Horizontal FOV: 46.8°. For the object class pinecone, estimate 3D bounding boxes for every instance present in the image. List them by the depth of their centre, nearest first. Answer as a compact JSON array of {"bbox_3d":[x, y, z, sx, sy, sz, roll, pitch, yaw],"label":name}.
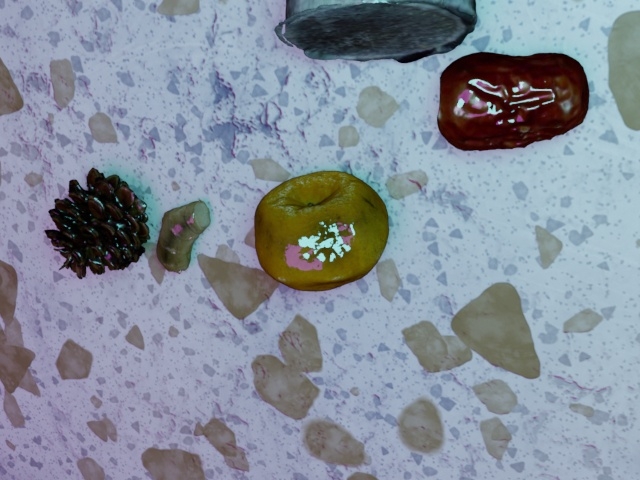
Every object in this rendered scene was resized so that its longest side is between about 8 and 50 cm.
[{"bbox_3d":[-0.464,-0.025,1.532,0.221,0.221,0.222,9,115,20],"label":"pinecone"}]

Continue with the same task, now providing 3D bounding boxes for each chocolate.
[{"bbox_3d":[0.082,-0.403,1.105,0.303,0.303,0.213,0,89,24],"label":"chocolate"}]

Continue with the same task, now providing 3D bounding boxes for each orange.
[{"bbox_3d":[0.000,0.000,1.327,0.248,0.249,0.183,3,128,23],"label":"orange"}]

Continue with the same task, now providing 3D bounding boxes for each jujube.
[{"bbox_3d":[0.292,-0.217,1.143,0.230,0.155,0.155,-2,110,23],"label":"jujube"}]

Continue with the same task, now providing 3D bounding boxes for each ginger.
[{"bbox_3d":[-0.289,-0.010,1.537,0.095,0.069,0.190,18,120,-12],"label":"ginger"}]
